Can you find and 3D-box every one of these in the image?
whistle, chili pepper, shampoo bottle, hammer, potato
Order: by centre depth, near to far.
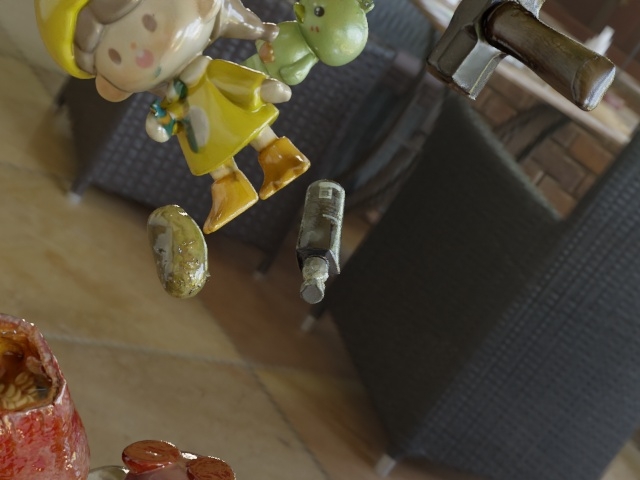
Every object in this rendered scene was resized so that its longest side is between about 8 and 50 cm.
[{"bbox_3d":[0.277,-0.264,1.586,0.095,0.242,0.409,31,13,-21],"label":"hammer"},{"bbox_3d":[-0.001,0.000,1.634,0.057,0.063,0.207,-1,41,7],"label":"shampoo bottle"},{"bbox_3d":[-0.452,0.254,1.651,0.251,0.305,0.229,13,52,7],"label":"chili pepper"},{"bbox_3d":[-0.200,0.017,1.709,0.070,0.091,0.137,-1,69,-36],"label":"potato"},{"bbox_3d":[-0.047,-0.329,1.997,0.141,0.294,0.141,-21,90,-88],"label":"whistle"}]

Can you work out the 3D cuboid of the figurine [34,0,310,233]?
[{"bbox_3d":[-0.154,-0.183,1.247,0.343,0.215,0.187,59,20,-2],"label":"figurine"}]

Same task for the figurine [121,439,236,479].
[{"bbox_3d":[-0.196,0.368,1.638,0.173,0.173,0.173,30,18,-11],"label":"figurine"}]

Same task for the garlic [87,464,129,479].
[{"bbox_3d":[-0.358,0.521,2.106,0.340,0.246,0.231,-177,-112,-73],"label":"garlic"}]
